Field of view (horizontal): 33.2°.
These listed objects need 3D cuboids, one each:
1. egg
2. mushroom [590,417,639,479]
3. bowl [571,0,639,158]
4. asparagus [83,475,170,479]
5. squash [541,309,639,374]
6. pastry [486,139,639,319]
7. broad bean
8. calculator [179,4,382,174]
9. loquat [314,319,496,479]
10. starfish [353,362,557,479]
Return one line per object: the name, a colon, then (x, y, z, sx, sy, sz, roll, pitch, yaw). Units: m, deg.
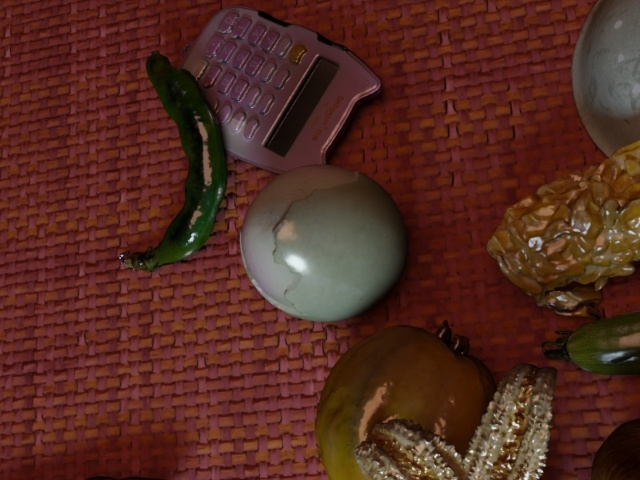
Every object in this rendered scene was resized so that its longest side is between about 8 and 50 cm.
egg: (0.000, 0.000, 1.220, 0.183, 0.217, 0.183, -4, 77, 20)
mushroom: (0.418, 0.212, 0.989, 0.345, 0.345, 0.259, 1, 93, 19)
bowl: (0.425, -0.219, 1.168, 0.313, 0.146, 0.313, -5, 75, 17)
asparagus: (-0.280, 0.331, 1.310, 0.287, 0.080, 0.080, -17, 71, 23)
squash: (0.394, 0.091, 1.139, 0.318, 0.071, 0.080, -21, 90, 16)
pastry: (0.301, -0.009, 1.167, 0.250, 0.154, 0.102, -31, 38, 24)
broad bean: (-0.183, -0.098, 1.378, 0.144, 0.049, 0.292, 6, 90, 24)
calculator: (-0.069, -0.193, 1.391, 0.294, 0.043, 0.194, 30, 89, 26)
loquat: (0.097, 0.192, 1.163, 0.187, 0.176, 0.234, 29, 74, -16)
starfish: (0.159, 0.276, 0.977, 0.312, 0.113, 0.303, -21, 78, 31)
